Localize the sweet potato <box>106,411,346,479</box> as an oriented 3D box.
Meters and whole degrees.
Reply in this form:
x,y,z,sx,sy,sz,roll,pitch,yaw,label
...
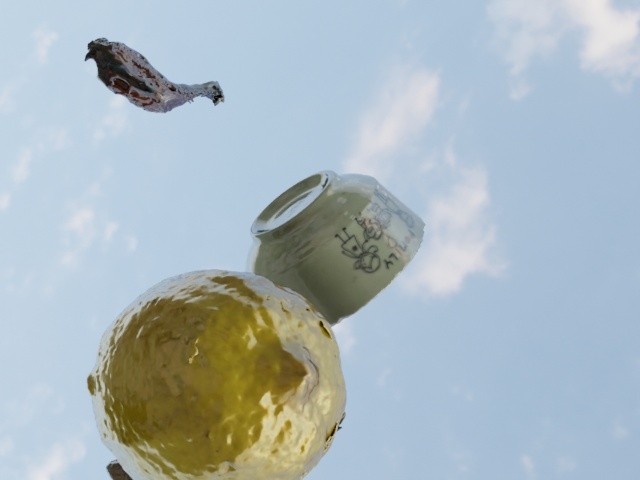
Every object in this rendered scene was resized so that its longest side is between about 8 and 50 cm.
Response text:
x,y,z,sx,sy,sz,roll,pitch,yaw,label
-0.115,0.258,1.324,0.310,0.124,0.098,-22,-84,-3,sweet potato

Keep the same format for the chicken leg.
x,y,z,sx,sy,sz,roll,pitch,yaw,label
-0.260,-0.251,1.720,0.051,0.253,0.106,-38,-132,38,chicken leg

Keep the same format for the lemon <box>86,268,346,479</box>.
x,y,z,sx,sy,sz,roll,pitch,yaw,label
-0.083,0.118,0.862,0.231,0.192,0.192,-12,-114,44,lemon

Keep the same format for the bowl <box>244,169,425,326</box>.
x,y,z,sx,sy,sz,roll,pitch,yaw,label
0.000,0.000,1.174,0.211,0.112,0.211,-32,-160,13,bowl
